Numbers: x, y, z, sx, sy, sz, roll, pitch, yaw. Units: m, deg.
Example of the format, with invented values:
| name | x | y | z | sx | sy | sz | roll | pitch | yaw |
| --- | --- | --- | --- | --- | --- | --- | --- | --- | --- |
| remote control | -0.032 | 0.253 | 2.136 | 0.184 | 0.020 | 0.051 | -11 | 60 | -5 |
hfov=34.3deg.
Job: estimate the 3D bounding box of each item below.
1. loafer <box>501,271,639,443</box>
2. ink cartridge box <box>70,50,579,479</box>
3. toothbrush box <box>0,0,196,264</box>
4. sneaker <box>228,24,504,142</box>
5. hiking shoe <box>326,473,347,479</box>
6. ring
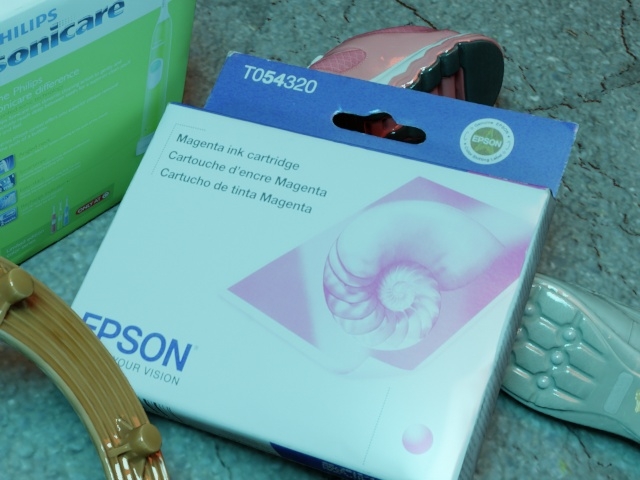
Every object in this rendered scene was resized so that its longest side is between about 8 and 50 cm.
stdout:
| name | x | y | z | sx | sy | sz | roll | pitch | yaw |
| --- | --- | --- | --- | --- | --- | --- | --- | --- | --- |
| loafer | 0.248 | 0.107 | 0.895 | 0.319 | 0.112 | 0.111 | 30 | 17 | 8 |
| ink cartridge box | 0.000 | 0.000 | 0.801 | 0.324 | 0.071 | 0.330 | 14 | 70 | 19 |
| toothbrush box | -0.216 | -0.134 | 0.818 | 0.122 | 0.283 | 0.206 | 42 | 56 | 16 |
| sneaker | 0.022 | -0.133 | 1.015 | 0.313 | 0.116 | 0.136 | -21 | 36 | -22 |
| hiking shoe | 0.051 | 0.251 | 0.735 | 0.114 | 0.086 | 0.227 | -18 | 62 | -29 |
| ring | -0.187 | 0.140 | 0.590 | 0.336 | 0.032 | 0.337 | 43 | 30 | -34 |
